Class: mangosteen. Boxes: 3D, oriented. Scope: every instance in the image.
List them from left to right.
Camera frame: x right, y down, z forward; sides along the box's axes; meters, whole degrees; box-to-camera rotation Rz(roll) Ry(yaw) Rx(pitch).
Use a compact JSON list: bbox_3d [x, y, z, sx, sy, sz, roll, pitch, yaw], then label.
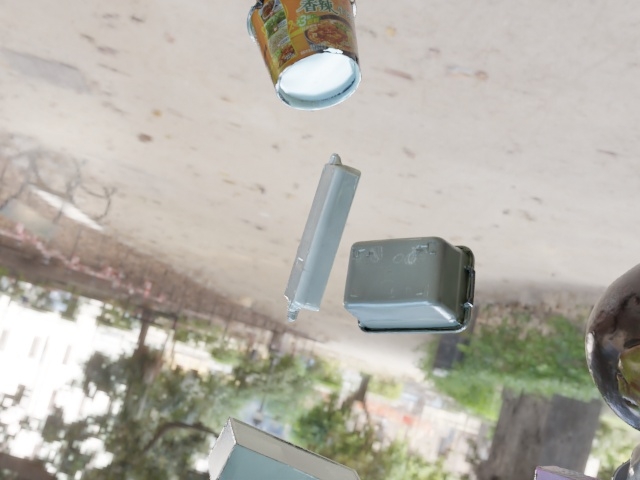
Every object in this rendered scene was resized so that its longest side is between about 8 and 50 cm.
[{"bbox_3d":[0.688,0.202,1.727,0.382,0.382,0.435,17,-176,0],"label":"mangosteen"}]

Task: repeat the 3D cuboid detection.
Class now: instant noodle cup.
[{"bbox_3d":[-0.021,-0.382,1.912,0.230,0.182,0.230,-10,151,-5],"label":"instant noodle cup"}]

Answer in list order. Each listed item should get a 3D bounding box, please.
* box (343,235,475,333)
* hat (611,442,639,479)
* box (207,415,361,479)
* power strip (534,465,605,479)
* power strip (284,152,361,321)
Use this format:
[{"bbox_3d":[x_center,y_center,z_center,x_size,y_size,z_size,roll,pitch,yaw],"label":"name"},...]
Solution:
[{"bbox_3d":[0.112,0.055,1.274,0.172,0.124,0.093,-5,156,31],"label":"box"},{"bbox_3d":[0.710,0.541,1.992,0.232,0.275,0.161,39,-163,30],"label":"hat"},{"bbox_3d":[-0.050,0.361,1.430,0.225,0.086,0.129,27,-178,-12],"label":"box"},{"bbox_3d":[0.387,0.322,1.136,0.279,0.037,0.109,11,173,30],"label":"power strip"},{"bbox_3d":[0.000,0.000,1.847,0.058,0.338,0.098,17,-178,-17],"label":"power strip"}]
